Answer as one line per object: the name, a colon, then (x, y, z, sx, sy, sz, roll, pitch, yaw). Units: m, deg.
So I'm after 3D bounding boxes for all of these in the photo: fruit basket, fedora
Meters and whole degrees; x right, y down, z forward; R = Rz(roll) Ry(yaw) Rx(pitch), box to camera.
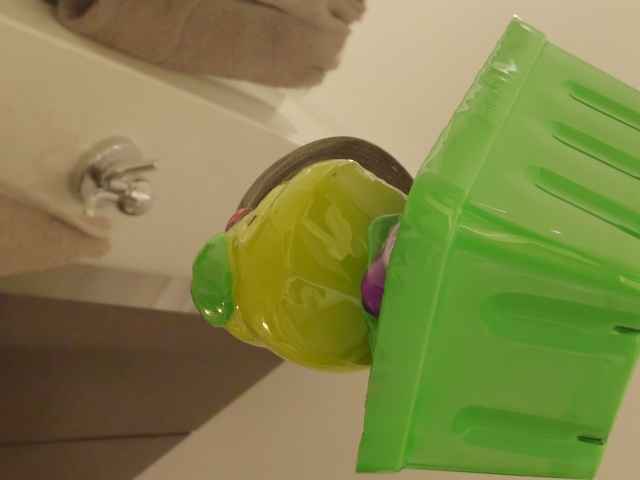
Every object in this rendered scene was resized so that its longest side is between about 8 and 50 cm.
fruit basket: (0.074, -0.003, 0.839, 0.392, 0.392, 0.283, 28, -53, 28)
fedora: (0.000, 0.000, 1.402, 0.243, 0.124, 0.275, 40, -95, -10)

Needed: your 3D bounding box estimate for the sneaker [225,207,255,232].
sneaker: (0.045, 0.000, 1.114, 0.112, 0.299, 0.121, 61, -38, 39)
